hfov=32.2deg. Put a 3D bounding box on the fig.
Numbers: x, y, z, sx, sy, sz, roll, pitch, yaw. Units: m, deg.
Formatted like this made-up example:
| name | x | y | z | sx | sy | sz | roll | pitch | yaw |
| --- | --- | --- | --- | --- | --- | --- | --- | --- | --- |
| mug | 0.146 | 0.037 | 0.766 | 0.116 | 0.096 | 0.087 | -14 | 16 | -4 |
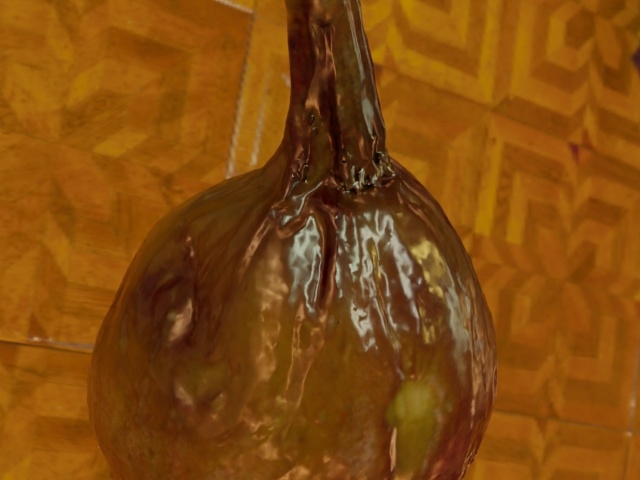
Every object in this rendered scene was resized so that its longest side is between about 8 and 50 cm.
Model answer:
| name | x | y | z | sx | sy | sz | roll | pitch | yaw |
| --- | --- | --- | --- | --- | --- | --- | --- | --- | --- |
| fig | -0.013 | 0.026 | 0.454 | 0.190 | 0.191 | 0.290 | -55 | 163 | -25 |
